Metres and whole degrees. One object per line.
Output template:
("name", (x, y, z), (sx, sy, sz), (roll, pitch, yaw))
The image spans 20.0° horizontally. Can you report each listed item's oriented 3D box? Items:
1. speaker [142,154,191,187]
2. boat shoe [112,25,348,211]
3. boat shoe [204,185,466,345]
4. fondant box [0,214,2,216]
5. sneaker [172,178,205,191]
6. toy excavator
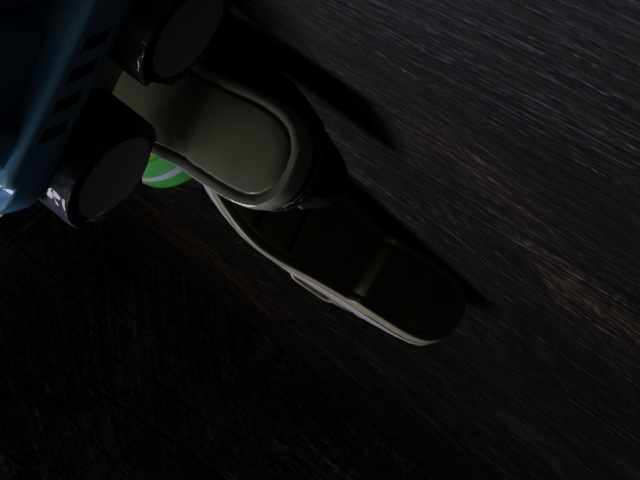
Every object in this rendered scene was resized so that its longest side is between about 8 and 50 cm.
("speaker", (-0.213, -0.174, 1.788), (0.131, 0.131, 0.296), (35, 170, 41))
("boat shoe", (-0.098, -0.123, 1.557), (0.340, 0.127, 0.113), (32, -169, 39))
("boat shoe", (0.000, 0.000, 1.765), (0.302, 0.113, 0.103), (41, 167, -3))
("fondant box", (-0.365, -0.163, 2.171), (0.096, 0.238, 0.330), (46, 171, -22))
("sneaker", (-0.164, -0.111, 2.043), (0.130, 0.087, 0.227), (43, 170, 42))
("toy excavator", (-0.267, -0.196, 1.292), (0.222, 0.433, 0.445), (39, -152, 19))
